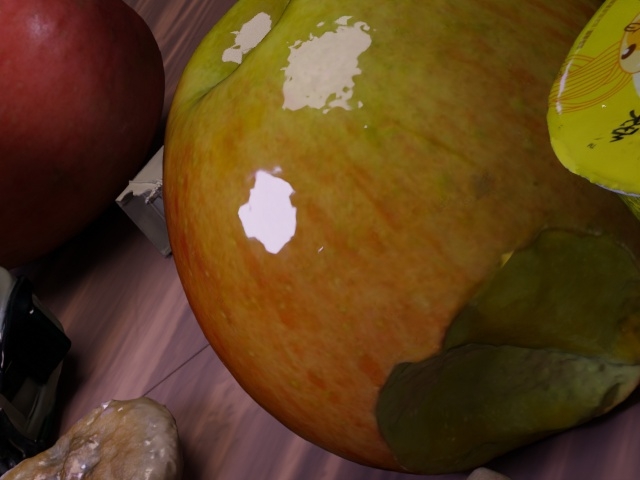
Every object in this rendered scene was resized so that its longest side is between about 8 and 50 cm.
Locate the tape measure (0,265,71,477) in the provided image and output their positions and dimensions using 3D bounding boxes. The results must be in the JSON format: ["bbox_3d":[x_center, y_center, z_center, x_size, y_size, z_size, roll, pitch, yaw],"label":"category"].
[{"bbox_3d":[-0.292,0.115,1.600,0.235,0.115,0.207,-8,43,39],"label":"tape measure"}]

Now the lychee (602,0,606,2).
[{"bbox_3d":[0.181,-0.210,1.461,0.238,0.200,0.200,-44,24,13],"label":"lychee"}]

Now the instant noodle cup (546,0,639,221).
[{"bbox_3d":[0.306,-0.052,1.002,0.311,0.221,0.311,-28,28,17],"label":"instant noodle cup"}]

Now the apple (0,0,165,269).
[{"bbox_3d":[-0.338,-0.145,1.816,0.364,0.364,0.364,-29,27,16],"label":"apple"}]

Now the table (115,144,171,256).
[{"bbox_3d":[-0.120,-0.039,1.672,0.083,0.079,0.062,-51,27,-23],"label":"table"}]

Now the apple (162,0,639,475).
[{"bbox_3d":[0.059,-0.032,1.186,0.339,0.339,0.339,-29,27,16],"label":"apple"}]

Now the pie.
[{"bbox_3d":[-0.184,0.208,1.374,0.218,0.052,0.185,-35,29,9],"label":"pie"}]

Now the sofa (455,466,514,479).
[{"bbox_3d":[0.073,0.244,0.771,0.182,0.258,0.200,19,59,44],"label":"sofa"}]
